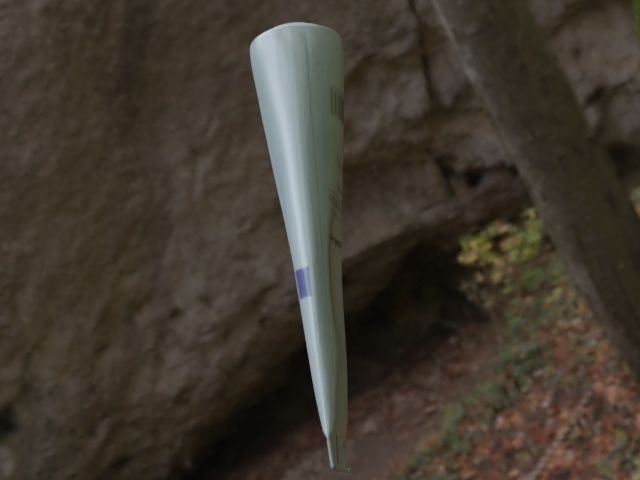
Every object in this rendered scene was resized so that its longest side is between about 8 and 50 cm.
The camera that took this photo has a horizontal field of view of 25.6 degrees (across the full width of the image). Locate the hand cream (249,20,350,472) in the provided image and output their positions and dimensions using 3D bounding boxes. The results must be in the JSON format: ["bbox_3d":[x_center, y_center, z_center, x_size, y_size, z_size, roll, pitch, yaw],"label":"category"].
[{"bbox_3d":[0.000,0.000,0.985,0.067,0.320,0.109,-8,-11,4],"label":"hand cream"}]
